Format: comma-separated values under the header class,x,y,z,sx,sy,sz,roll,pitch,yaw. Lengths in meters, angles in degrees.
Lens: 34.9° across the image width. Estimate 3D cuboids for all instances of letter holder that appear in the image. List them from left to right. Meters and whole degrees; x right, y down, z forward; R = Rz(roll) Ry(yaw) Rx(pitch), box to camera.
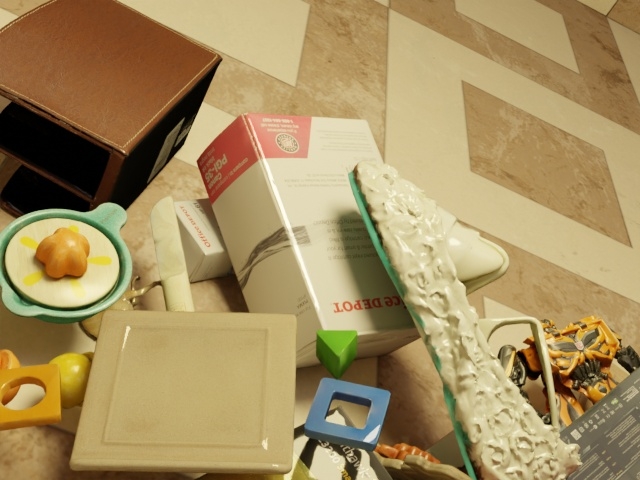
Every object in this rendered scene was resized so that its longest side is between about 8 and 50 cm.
class,x,y,z,sx,sy,sz,roll,pitch,yaw
letter holder,-0.286,-0.160,1.221,0.214,0.152,0.302,29,34,-1

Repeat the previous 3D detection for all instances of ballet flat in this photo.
class,x,y,z,sx,sy,sz,roll,pitch,yaw
ballet flat,0.161,0.086,1.092,0.147,0.147,0.409,-8,72,-44

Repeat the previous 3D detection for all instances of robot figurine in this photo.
class,x,y,z,sx,sy,sz,roll,pitch,yaw
robot figurine,0.345,0.216,1.248,0.211,0.085,0.291,-16,64,-22

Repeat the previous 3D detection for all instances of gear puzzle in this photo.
class,x,y,z,sx,sy,sz,roll,pitch,yaw
gear puzzle,0.137,0.224,0.920,0.175,0.339,0.044,36,68,-18

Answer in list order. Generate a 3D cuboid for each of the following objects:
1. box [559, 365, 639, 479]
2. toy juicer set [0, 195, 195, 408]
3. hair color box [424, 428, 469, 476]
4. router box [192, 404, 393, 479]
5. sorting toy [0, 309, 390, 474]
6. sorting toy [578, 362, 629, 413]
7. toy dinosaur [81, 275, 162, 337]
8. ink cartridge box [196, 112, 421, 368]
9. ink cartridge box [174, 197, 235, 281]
class,x,y,z,sx,sy,sz,roll,pitch,yaw
box,0.362,0.260,1.141,0.232,0.059,0.183,-31,71,-28
toy juicer set,-0.234,0.053,0.991,0.329,0.089,0.209,-18,59,-34
hair color box,0.171,0.257,1.144,0.093,0.053,0.167,46,37,17
router box,-0.004,0.320,0.828,0.242,0.081,0.309,-23,60,-27
sorting toy,-0.114,0.136,0.893,0.347,0.047,0.196,2,38,-1
sorting toy,0.430,0.262,1.367,0.208,0.038,0.193,41,34,4
toy dinosaur,-0.204,0.089,1.074,0.092,0.053,0.183,-2,49,-22
ink cartridge box,0.000,0.000,1.205,0.207,0.117,0.283,-2,64,-43
ink cartridge box,-0.125,-0.005,1.237,0.122,0.052,0.088,-11,54,-45
